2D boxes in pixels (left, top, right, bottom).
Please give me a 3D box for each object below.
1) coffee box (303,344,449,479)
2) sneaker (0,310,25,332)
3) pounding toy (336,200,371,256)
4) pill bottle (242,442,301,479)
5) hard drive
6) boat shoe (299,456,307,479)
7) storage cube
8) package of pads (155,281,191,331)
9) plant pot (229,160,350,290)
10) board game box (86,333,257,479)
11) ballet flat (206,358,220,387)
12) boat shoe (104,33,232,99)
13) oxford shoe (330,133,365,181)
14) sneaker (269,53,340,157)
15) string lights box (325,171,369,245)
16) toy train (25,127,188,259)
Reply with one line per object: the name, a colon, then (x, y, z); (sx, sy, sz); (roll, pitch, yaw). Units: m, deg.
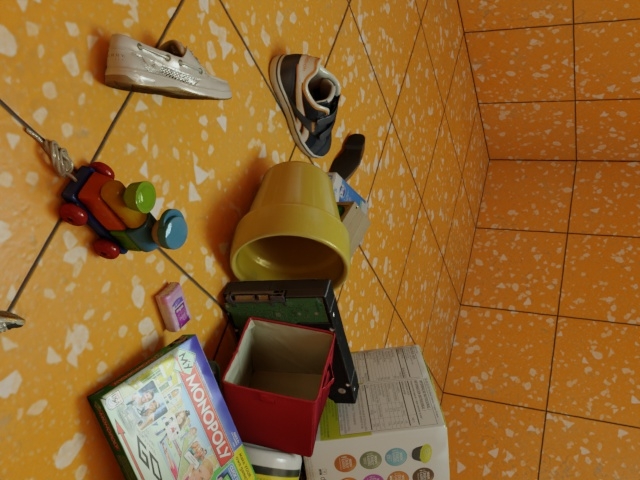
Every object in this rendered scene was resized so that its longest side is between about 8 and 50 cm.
coffee box: (0.132, 0.512, 1.560); (0.338, 0.334, 0.338); (-96, 179, -67)
sneaker: (-0.435, 0.114, 0.814); (0.083, 0.032, 0.037); (16, 94, -59)
pounding toy: (-0.009, 0.004, 1.500); (0.094, 0.181, 0.206); (50, 58, -33)
pill bottle: (-0.159, 0.596, 1.270); (0.188, 0.188, 0.334); (37, 61, -60)
hard drive: (-0.058, 0.230, 1.363); (0.064, 0.237, 0.339); (-72, 152, -50)
boat shoe: (-0.084, 0.594, 1.518); (0.307, 0.104, 0.111); (22, 73, -64)
storage cube: (-0.081, 0.302, 1.266); (0.184, 0.215, 0.193); (-71, 168, -50)
package of pads: (-0.273, 0.124, 1.138); (0.050, 0.032, 0.083); (-48, 135, -48)
plant pot: (-0.058, -0.034, 1.343); (0.254, 0.254, 0.239); (62, 26, -48)
board game box: (-0.248, 0.355, 1.078); (0.213, 0.046, 0.317); (-33, 107, -47)
ballet flat: (-0.244, 0.370, 1.185); (0.096, 0.095, 0.280); (-1, 84, -54)
boat shoe: (-0.246, -0.295, 1.053); (0.277, 0.098, 0.096); (-10, 104, -62)
oxford shoe: (0.087, -0.221, 1.786); (0.076, 0.076, 0.212); (84, 26, -44)
sneaker: (-0.010, -0.318, 1.509); (0.321, 0.127, 0.126); (59, 41, -52)
string lights box: (0.052, -0.085, 1.724); (0.259, 0.076, 0.133); (35, 63, -60)
toy train: (-0.309, -0.071, 0.906); (0.248, 0.143, 0.105); (63, 39, -47)
